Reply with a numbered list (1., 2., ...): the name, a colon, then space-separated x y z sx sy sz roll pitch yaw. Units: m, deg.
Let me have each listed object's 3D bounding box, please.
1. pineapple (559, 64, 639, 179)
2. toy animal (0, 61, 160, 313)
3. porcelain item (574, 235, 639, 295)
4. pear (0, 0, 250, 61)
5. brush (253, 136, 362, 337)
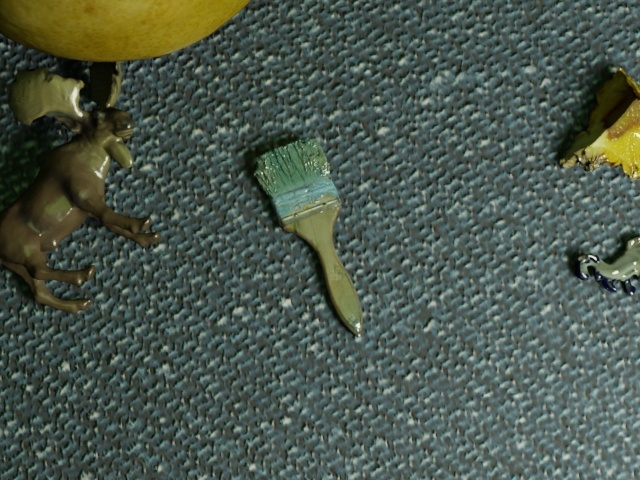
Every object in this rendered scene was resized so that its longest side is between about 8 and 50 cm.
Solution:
1. pineapple: 0.280 -0.100 1.601 0.114 0.077 0.114 -34 78 2
2. toy animal: -0.227 -0.061 1.534 0.214 0.094 0.186 -44 77 -4
3. porcelain item: 0.314 0.032 1.598 0.136 0.021 0.075 -18 80 -9
4. pear: -0.182 -0.308 1.487 0.314 0.314 0.314 1 78 -5
5. brush: 0.000 0.000 1.577 0.070 0.021 0.196 -21 81 -7
